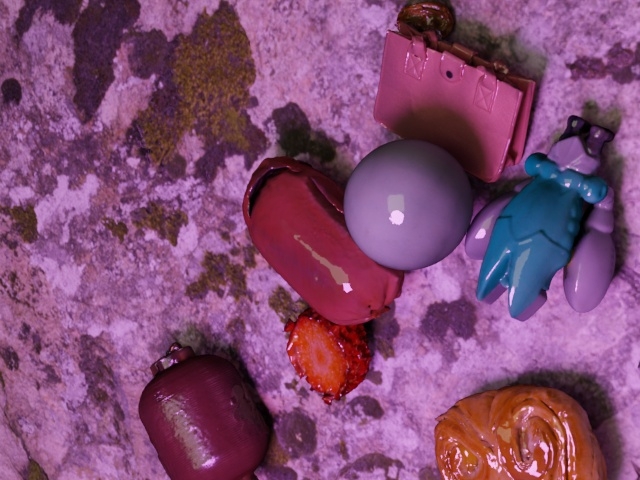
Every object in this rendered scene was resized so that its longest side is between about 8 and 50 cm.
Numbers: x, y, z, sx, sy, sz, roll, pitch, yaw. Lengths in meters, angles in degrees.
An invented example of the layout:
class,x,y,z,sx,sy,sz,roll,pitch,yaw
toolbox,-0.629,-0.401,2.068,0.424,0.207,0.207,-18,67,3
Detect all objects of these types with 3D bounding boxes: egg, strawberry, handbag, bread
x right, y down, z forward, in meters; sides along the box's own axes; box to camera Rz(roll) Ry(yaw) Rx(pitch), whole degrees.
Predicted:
class,x,y,z,sx,sy,sz,roll,pitch,yaw
egg,0.114,-0.045,1.756,0.168,0.231,0.168,0,78,-1
strawberry,0.016,0.159,1.964,0.145,0.086,0.145,15,114,36
handbag,0.171,-0.184,1.766,0.213,0.059,0.157,30,133,27
bread,0.269,0.292,1.794,0.236,0.120,0.198,-15,91,38

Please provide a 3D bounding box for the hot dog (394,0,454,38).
class,x,y,z,sx,sy,sz,roll,pitch,yaw
hot dog,0.137,-0.291,1.802,0.083,0.035,0.058,-5,107,37

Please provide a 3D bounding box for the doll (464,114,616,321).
class,x,y,z,sx,sy,sz,roll,pitch,yaw
doll,0.302,-0.013,1.699,0.258,0.153,0.195,-42,57,18

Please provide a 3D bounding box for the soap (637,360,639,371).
class,x,y,z,sx,sy,sz,roll,pitch,yaw
soap,0.549,0.122,1.376,0.435,0.350,0.213,42,125,-17

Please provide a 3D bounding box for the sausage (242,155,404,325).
class,x,y,z,sx,sy,sz,roll,pitch,yaw
sausage,0.000,0.000,1.901,0.279,0.152,0.152,48,124,17

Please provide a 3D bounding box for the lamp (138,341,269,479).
class,x,y,z,sx,sy,sz,roll,pitch,yaw
lamp,-0.181,0.282,2.095,0.180,0.180,0.258,-35,79,36
